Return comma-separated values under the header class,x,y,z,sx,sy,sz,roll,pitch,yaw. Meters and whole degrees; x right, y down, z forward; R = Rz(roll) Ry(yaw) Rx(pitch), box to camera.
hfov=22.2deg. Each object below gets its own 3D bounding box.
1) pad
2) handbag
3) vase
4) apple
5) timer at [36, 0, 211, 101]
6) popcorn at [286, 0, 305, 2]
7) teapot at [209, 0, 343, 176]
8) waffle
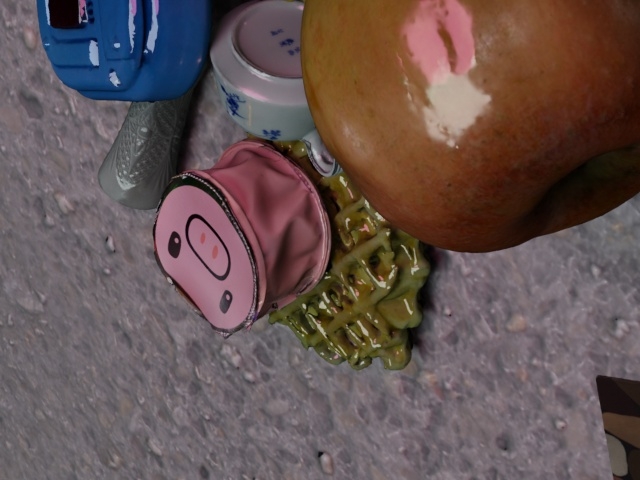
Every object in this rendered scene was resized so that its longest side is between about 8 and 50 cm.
class,x,y,z,sx,sy,sz,roll,pitch,yaw
pad,0.388,0.222,1.655,0.235,0.003,0.158,7,118,43
handbag,-0.092,-0.005,1.814,0.205,0.116,0.179,45,133,28
vase,-0.197,-0.145,1.957,0.096,0.096,0.219,42,134,19
apple,0.155,-0.164,1.410,0.305,0.338,0.338,63,143,22
timer,-0.223,-0.319,1.770,0.309,0.115,0.340,11,105,61
popcorn,-0.033,-0.334,1.610,0.189,0.169,0.218,-5,104,45
teapot,-0.039,-0.165,1.746,0.232,0.159,0.159,49,140,27
waffle,0.000,0.000,1.857,0.297,0.073,0.317,25,129,33
